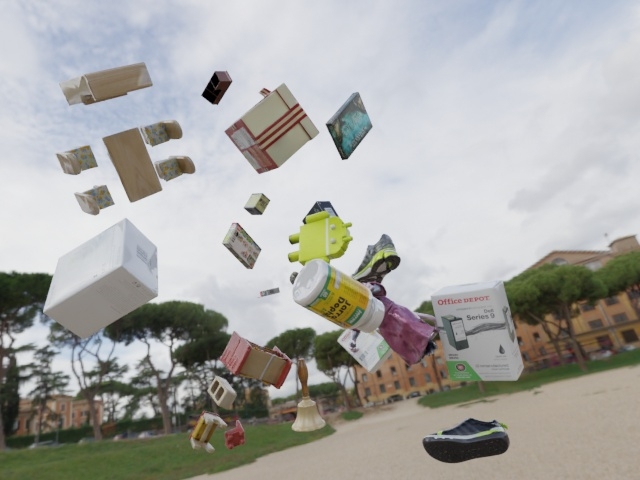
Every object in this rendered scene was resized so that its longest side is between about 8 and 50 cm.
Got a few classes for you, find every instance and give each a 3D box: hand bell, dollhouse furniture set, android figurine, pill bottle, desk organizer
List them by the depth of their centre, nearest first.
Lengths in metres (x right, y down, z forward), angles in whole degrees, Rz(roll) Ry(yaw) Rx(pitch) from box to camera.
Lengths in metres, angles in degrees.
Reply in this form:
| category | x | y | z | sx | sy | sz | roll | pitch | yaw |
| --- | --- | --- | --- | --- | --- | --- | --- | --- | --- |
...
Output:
| category | x | y | z | sx | sy | sz | roll | pitch | yaw |
| --- | --- | --- | --- | --- | --- | --- | --- | --- | --- |
| pill bottle | 0.047 | 0.138 | 0.972 | 0.208 | 0.117 | 0.118 | 33 | -44 | -25 |
| dollhouse furniture set | -0.601 | -0.316 | 1.283 | 0.257 | 0.394 | 0.362 | 12 | 35 | 42 |
| desk organizer | -0.363 | -0.530 | 1.436 | 0.050 | 0.047 | 0.130 | -23 | -9 | -44 |
| dollhouse furniture set | -0.285 | 0.533 | 1.438 | 0.201 | 0.374 | 0.152 | 34 | -11 | -31 |
| hand bell | -0.055 | 0.561 | 1.526 | 0.126 | 0.241 | 0.126 | -6 | -9 | -1 |
| android figurine | 0.000 | 0.000 | 1.574 | 0.273 | 0.248 | 0.056 | -14 | -35 | 25 |

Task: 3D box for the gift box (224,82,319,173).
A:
| category | x | y | z | sx | sy | sz | roll | pitch | yaw |
| --- | --- | --- | --- | --- | --- | --- | --- | --- | --- |
| gift box | -0.193 | -0.433 | 1.586 | 0.258 | 0.255 | 0.276 | -45 | 26 | -18 |

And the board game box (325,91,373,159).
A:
| category | x | y | z | sx | sy | sz | roll | pitch | yaw |
| --- | --- | --- | --- | --- | --- | --- | --- | --- | --- |
| board game box | 0.090 | -0.349 | 1.251 | 0.026 | 0.186 | 0.126 | 2 | -45 | 39 |

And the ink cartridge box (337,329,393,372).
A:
| category | x | y | z | sx | sy | sz | roll | pitch | yaw |
| --- | --- | --- | --- | --- | --- | --- | --- | --- | --- |
| ink cartridge box | 0.207 | 0.477 | 1.887 | 0.154 | 0.212 | 0.093 | -49 | -31 | -3 |

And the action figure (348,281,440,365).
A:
| category | x | y | z | sx | sy | sz | roll | pitch | yaw |
| --- | --- | --- | --- | --- | --- | --- | --- | --- | --- |
| action figure | 0.207 | 0.219 | 1.307 | 0.276 | 0.370 | 0.248 | -33 | -24 | -52 |

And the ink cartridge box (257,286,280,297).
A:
| category | x | y | z | sx | sy | sz | roll | pitch | yaw |
| --- | --- | --- | --- | --- | --- | --- | --- | --- | --- |
| ink cartridge box | -0.249 | 0.246 | 1.943 | 0.063 | 0.029 | 0.115 | -9 | -7 | -41 |

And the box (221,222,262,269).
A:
| category | x | y | z | sx | sy | sz | roll | pitch | yaw |
| --- | --- | --- | --- | --- | --- | --- | --- | --- | --- |
| box | -0.344 | 0.027 | 1.827 | 0.036 | 0.114 | 0.207 | 2 | -35 | 30 |

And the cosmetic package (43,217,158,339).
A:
| category | x | y | z | sx | sy | sz | roll | pitch | yaw |
| --- | --- | --- | --- | --- | --- | --- | --- | --- | --- |
| cosmetic package | -0.566 | 0.094 | 1.087 | 0.225 | 0.224 | 0.138 | -32 | -50 | 1 |

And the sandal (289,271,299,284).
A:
| category | x | y | z | sx | sy | sz | roll | pitch | yaw |
| --- | --- | --- | --- | --- | --- | --- | --- | --- | --- |
| sandal | -0.085 | 0.250 | 2.124 | 0.090 | 0.219 | 0.060 | -49 | -37 | 10 |

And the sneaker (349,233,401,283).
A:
| category | x | y | z | sx | sy | sz | roll | pitch | yaw |
| --- | --- | --- | --- | --- | --- | --- | --- | --- | --- |
| sneaker | 0.199 | 0.086 | 1.549 | 0.111 | 0.121 | 0.300 | 16 | -36 | -21 |

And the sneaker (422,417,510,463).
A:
| category | x | y | z | sx | sy | sz | roll | pitch | yaw |
| --- | --- | --- | --- | --- | --- | --- | --- | --- | --- |
| sneaker | 0.400 | 0.546 | 1.143 | 0.235 | 0.084 | 0.097 | -8 | 17 | 10 |

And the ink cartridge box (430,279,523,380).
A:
| category | x | y | z | sx | sy | sz | roll | pitch | yaw |
| --- | --- | --- | --- | --- | --- | --- | --- | --- | --- |
| ink cartridge box | 0.496 | 0.287 | 1.318 | 0.211 | 0.289 | 0.122 | -15 | -2 | 36 |

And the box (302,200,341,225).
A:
| category | x | y | z | sx | sy | sz | roll | pitch | yaw |
| --- | --- | --- | --- | --- | --- | --- | --- | --- | --- |
| box | 0.009 | -0.087 | 2.022 | 0.093 | 0.156 | 0.158 | -6 | -33 | -42 |

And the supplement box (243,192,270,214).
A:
| category | x | y | z | sx | sy | sz | roll | pitch | yaw |
| --- | --- | --- | --- | --- | --- | --- | --- | --- | --- |
| supplement box | -0.283 | -0.162 | 1.840 | 0.083 | 0.083 | 0.056 | 4 | -30 | 45 |
